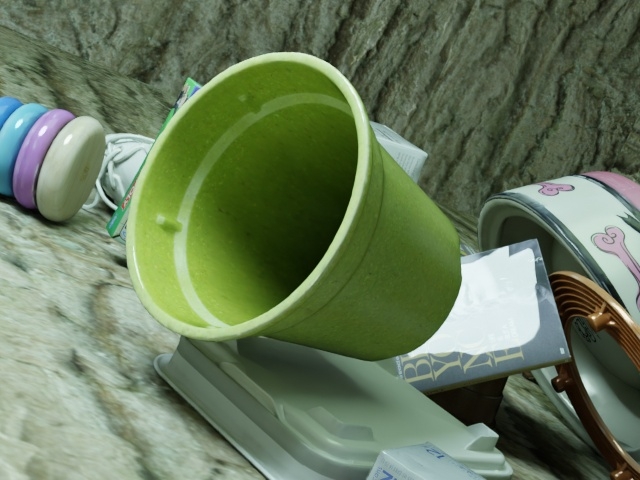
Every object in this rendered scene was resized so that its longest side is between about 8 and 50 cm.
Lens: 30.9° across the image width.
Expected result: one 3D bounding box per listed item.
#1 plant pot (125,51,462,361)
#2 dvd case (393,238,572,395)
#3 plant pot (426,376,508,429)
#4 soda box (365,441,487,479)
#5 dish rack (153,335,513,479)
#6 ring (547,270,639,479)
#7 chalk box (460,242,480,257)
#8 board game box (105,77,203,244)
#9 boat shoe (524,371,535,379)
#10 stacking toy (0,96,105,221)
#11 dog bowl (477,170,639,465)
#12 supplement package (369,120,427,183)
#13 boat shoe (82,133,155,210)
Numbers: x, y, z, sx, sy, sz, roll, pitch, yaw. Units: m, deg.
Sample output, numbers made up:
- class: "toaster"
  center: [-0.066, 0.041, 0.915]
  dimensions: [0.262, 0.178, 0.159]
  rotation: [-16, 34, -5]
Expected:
- class: "plant pot"
  center: [0.000, 0.000, 1.113]
  dimensions: [0.276, 0.276, 0.254]
  rotation: [34, 2, 43]
- class: "dvd case"
  center: [0.168, 0.094, 1.370]
  dimensions: [0.018, 0.221, 0.164]
  rotation: [64, 14, -56]
- class: "plant pot"
  center: [0.182, 0.128, 1.467]
  dimensions: [0.167, 0.165, 0.167]
  rotation: [24, 10, -5]
- class: "soda box"
  center: [0.157, 0.266, 0.874]
  dimensions: [0.286, 0.091, 0.098]
  rotation: [30, 10, 27]
- class: "dish rack"
  center: [0.028, 0.169, 1.148]
  dimensions: [0.333, 0.072, 0.285]
  rotation: [14, 16, -46]
- class: "ring"
  center: [0.346, 0.191, 1.366]
  dimensions: [0.336, 0.032, 0.336]
  rotation: [61, -10, 18]
- class: "chalk box"
  center: [0.229, 0.079, 1.958]
  dimensions: [0.213, 0.132, 0.132]
  rotation: [22, 11, -12]
- class: "board game box"
  center: [-0.078, -0.036, 1.455]
  dimensions: [0.317, 0.213, 0.046]
  rotation: [26, 8, -26]
- class: "boat shoe"
  center: [0.416, 0.165, 1.945]
  dimensions: [0.123, 0.116, 0.324]
  rotation: [-11, 14, 32]
- class: "stacking toy"
  center: [-0.447, -0.145, 1.466]
  dimensions: [0.330, 0.141, 0.141]
  rotation: [23, 9, 6]
- class: "dog bowl"
  center: [0.373, 0.091, 1.500]
  dimensions: [0.408, 0.150, 0.408]
  rotation: [58, -12, 20]
- class: "supplement package"
  center: [0.014, -0.043, 1.630]
  dimensions: [0.145, 0.261, 0.204]
  rotation: [17, 12, -18]
- class: "boat shoe"
  center: [-0.273, -0.099, 1.623]
  dimensions: [0.157, 0.135, 0.367]
  rotation: [22, 8, -19]
